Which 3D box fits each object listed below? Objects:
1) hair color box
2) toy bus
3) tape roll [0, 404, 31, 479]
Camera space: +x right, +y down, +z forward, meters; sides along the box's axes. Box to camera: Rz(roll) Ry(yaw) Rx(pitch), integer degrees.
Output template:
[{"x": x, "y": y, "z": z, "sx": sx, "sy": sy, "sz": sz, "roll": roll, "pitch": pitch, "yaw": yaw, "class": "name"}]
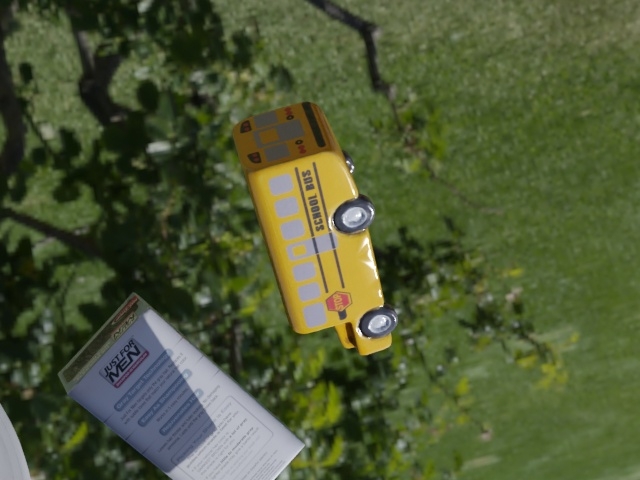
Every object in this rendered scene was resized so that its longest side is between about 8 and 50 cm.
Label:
[{"x": -0.226, "y": 0.279, "z": 1.914, "sx": 0.185, "sy": 0.374, "sz": 0.113, "roll": -48, "pitch": -156, "yaw": -6, "class": "hair color box"}, {"x": 0.000, "y": 0.000, "z": 1.389, "sx": 0.130, "sy": 0.108, "sz": 0.332, "roll": -17, "pitch": 131, "yaw": -3, "class": "toy bus"}, {"x": -0.343, "y": 0.189, "z": 0.806, "sx": 0.169, "sy": 0.246, "sz": 0.246, "roll": -29, "pitch": 157, "yaw": 20, "class": "tape roll"}]
